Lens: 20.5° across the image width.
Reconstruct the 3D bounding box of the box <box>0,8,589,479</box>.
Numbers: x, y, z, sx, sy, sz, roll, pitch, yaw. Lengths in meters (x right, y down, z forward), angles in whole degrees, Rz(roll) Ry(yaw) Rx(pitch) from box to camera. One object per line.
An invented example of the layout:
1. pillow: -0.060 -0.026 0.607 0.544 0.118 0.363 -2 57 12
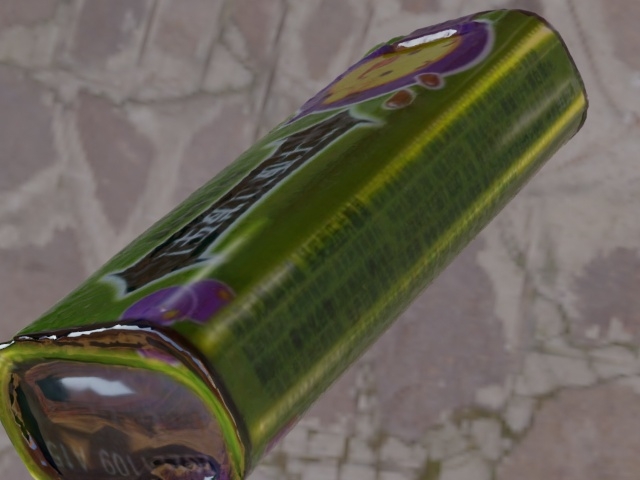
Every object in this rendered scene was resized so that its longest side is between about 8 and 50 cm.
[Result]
1. box: 0.000 0.000 0.842 0.134 0.345 0.097 -10 111 38
